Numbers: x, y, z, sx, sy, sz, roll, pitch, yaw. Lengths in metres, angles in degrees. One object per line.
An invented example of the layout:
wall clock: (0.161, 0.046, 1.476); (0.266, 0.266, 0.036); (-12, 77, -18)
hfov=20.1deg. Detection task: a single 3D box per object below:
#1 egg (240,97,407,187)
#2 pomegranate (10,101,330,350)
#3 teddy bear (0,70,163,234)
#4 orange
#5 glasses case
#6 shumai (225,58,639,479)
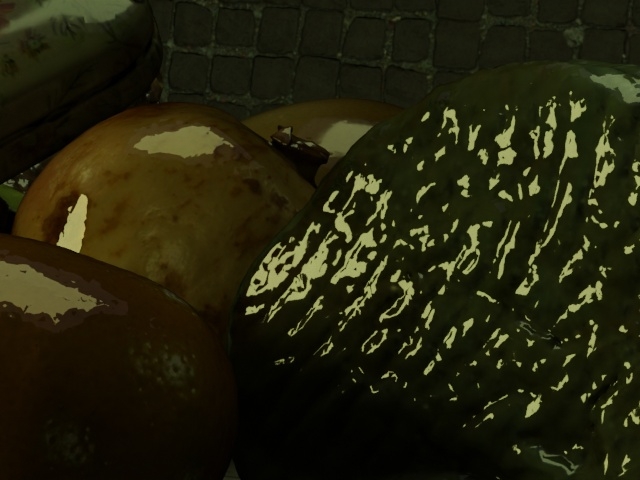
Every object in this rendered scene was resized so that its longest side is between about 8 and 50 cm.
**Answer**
egg: (0.000, 0.000, 1.604); (0.322, 0.250, 0.250); (-4, -1, 9)
pomegranate: (-0.081, 0.010, 1.086); (0.215, 0.215, 0.215); (7, 1, 0)
teddy bear: (-0.253, -0.054, 1.233); (0.222, 0.296, 0.246); (46, 1, -38)
orange: (-0.109, 0.065, 0.688); (0.156, 0.124, 0.156); (18, -12, 4)
glasses case: (-0.293, -0.054, 1.076); (0.425, 0.098, 0.156); (-31, 42, -15)
shumai: (0.108, 0.048, 0.753); (0.271, 0.222, 0.203); (-4, -10, 39)
